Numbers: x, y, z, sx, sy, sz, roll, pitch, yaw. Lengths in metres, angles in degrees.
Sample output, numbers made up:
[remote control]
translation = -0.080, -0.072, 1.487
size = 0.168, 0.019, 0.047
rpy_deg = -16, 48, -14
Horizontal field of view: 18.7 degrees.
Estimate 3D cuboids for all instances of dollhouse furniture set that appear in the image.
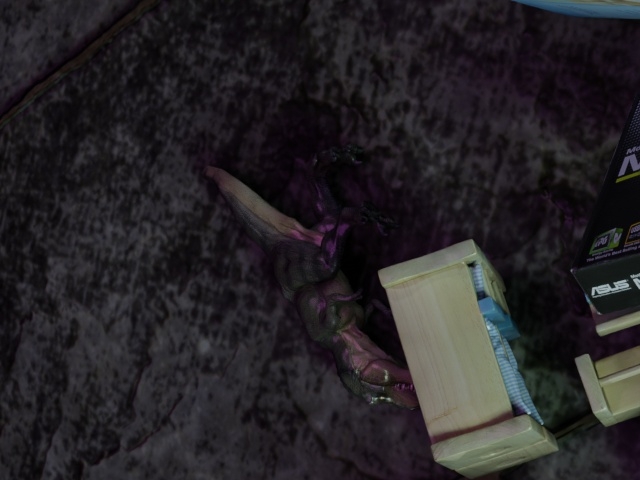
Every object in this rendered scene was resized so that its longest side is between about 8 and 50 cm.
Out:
[dollhouse furniture set]
translation = 0.154, 0.062, 1.256
size = 0.183, 0.129, 0.129
rpy_deg = -19, 74, 10

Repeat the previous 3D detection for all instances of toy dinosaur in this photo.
[toy dinosaur]
translation = 0.000, 0.000, 1.398
size = 0.268, 0.064, 0.118
rpy_deg = 53, 123, 30

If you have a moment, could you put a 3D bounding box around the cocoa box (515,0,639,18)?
[cocoa box]
translation = 0.158, -0.257, 1.111
size = 0.231, 0.347, 0.228
rpy_deg = 7, 91, 39

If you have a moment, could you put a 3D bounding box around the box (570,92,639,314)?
[box]
translation = 0.256, -0.046, 1.144
size = 0.190, 0.045, 0.184
rpy_deg = -16, 33, 36
